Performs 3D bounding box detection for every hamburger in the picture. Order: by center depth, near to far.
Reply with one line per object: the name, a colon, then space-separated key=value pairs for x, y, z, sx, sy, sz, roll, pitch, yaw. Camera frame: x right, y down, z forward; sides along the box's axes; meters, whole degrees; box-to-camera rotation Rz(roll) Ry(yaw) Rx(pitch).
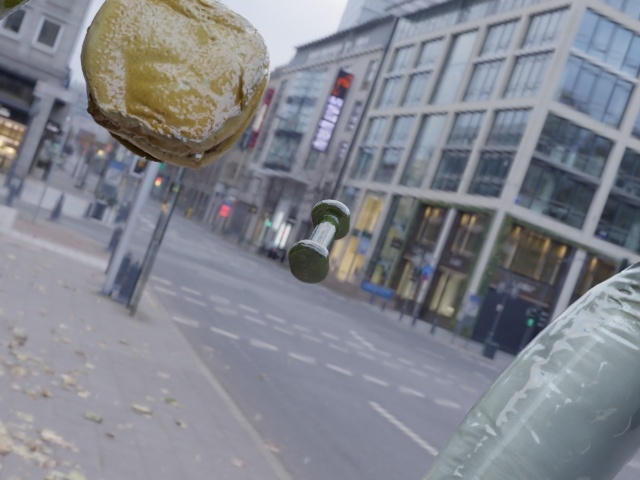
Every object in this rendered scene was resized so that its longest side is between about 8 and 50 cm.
hamburger: x=-0.163 y=-0.190 z=1.010 sx=0.213 sy=0.214 sz=0.108 roll=20 pitch=-17 yaw=3

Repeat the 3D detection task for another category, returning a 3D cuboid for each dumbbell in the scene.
dumbbell: x=0.000 y=0.000 z=1.010 sx=0.046 sy=0.052 sz=0.118 roll=4 pitch=31 yaw=15

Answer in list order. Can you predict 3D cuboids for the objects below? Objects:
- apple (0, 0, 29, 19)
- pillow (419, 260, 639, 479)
apple: x=-0.370 y=-0.310 z=0.852 sx=0.295 sy=0.258 sz=0.233 roll=-4 pitch=-32 yaw=15
pillow: x=0.143 y=0.130 z=0.559 sx=0.078 sy=0.254 sz=0.144 roll=40 pitch=-2 yaw=45
